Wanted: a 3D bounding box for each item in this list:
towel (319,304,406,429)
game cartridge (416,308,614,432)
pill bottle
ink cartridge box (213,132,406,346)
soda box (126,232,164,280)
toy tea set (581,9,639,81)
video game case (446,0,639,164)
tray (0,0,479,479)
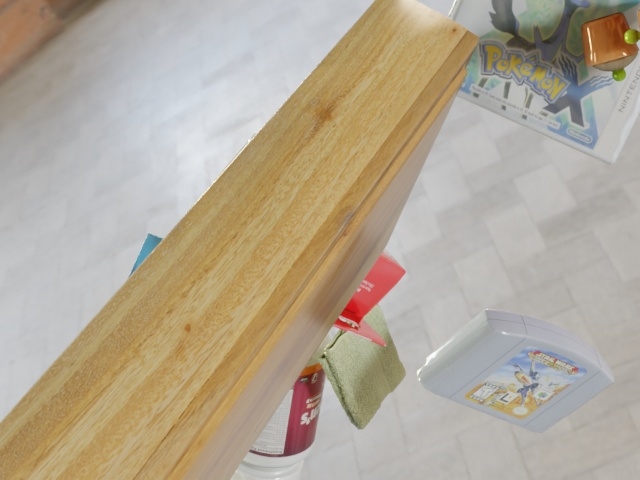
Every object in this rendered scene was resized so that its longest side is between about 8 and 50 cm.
[{"bbox_3d":[0.053,0.147,1.310,0.027,0.148,0.110,16,51,37],"label":"towel"},{"bbox_3d":[0.328,0.213,1.786,0.198,0.297,0.062,-42,38,35],"label":"game cartridge"},{"bbox_3d":[-0.060,0.210,1.397,0.121,0.221,0.121,7,25,-3],"label":"pill bottle"},{"bbox_3d":[0.000,0.000,1.178,0.078,0.134,0.231,-47,57,11],"label":"ink cartridge box"},{"bbox_3d":[-0.205,0.104,1.300,0.071,0.067,0.210,20,79,20],"label":"soda box"},{"bbox_3d":[0.493,-0.260,1.429,0.200,0.124,0.336,-21,9,-22],"label":"toy tea set"},{"bbox_3d":[0.349,-0.305,1.587,0.300,0.329,0.036,-66,15,9],"label":"video game case"},{"bbox_3d":[-0.044,0.047,0.611,0.076,0.203,0.411,29,48,7],"label":"tray"}]
